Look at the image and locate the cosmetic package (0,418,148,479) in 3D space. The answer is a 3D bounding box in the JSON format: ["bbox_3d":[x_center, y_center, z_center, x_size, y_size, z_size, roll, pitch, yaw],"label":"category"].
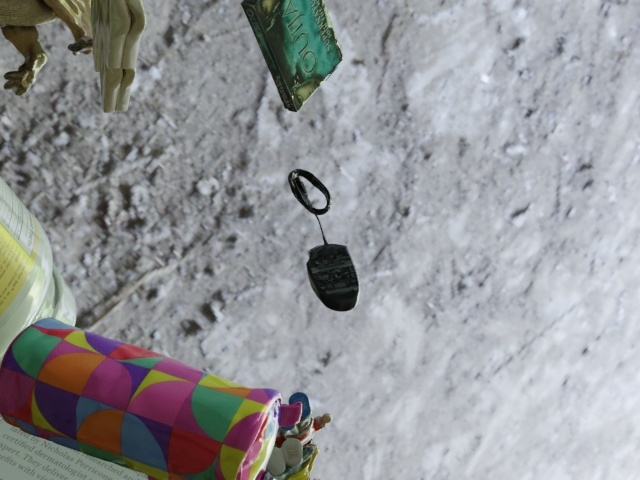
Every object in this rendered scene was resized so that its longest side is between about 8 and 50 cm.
[{"bbox_3d":[-0.347,0.445,1.410,0.394,0.327,0.330,-49,158,-52],"label":"cosmetic package"}]

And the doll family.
[{"bbox_3d":[-0.091,0.306,1.220,0.262,0.118,0.163,-21,152,-8],"label":"doll family"}]

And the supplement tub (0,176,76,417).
[{"bbox_3d":[-0.393,0.001,0.869,0.241,0.241,0.331,-41,131,-13],"label":"supplement tub"}]

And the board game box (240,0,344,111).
[{"bbox_3d":[-0.034,-0.288,1.354,0.126,0.026,0.186,-52,140,-26],"label":"board game box"}]

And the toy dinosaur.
[{"bbox_3d":[-0.325,-0.270,0.979,0.295,0.201,0.127,9,149,-39],"label":"toy dinosaur"}]

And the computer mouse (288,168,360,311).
[{"bbox_3d":[0.000,0.000,1.409,0.071,0.242,0.041,-8,150,-15],"label":"computer mouse"}]

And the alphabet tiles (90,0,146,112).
[{"bbox_3d":[-0.130,-0.231,0.599,0.021,0.284,0.278,-2,166,-15],"label":"alphabet tiles"}]

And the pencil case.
[{"bbox_3d":[-0.142,0.137,0.792,0.104,0.236,0.105,16,90,-77],"label":"pencil case"}]
